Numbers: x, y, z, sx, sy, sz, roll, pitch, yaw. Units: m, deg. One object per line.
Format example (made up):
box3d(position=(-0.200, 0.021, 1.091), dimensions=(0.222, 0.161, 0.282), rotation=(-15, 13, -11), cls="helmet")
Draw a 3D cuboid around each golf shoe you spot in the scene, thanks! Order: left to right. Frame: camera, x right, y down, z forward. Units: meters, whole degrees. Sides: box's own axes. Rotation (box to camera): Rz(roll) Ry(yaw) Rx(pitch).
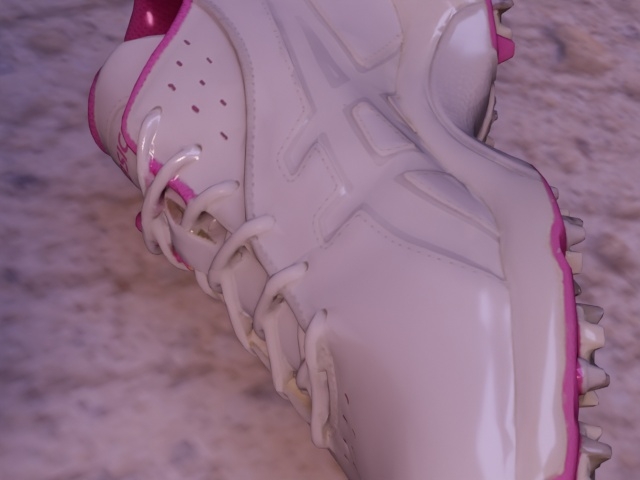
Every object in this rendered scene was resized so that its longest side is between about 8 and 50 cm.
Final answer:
box3d(position=(0.000, 0.000, 0.458), dimensions=(0.140, 0.115, 0.306), rotation=(-1, 40, -5), cls="golf shoe")
